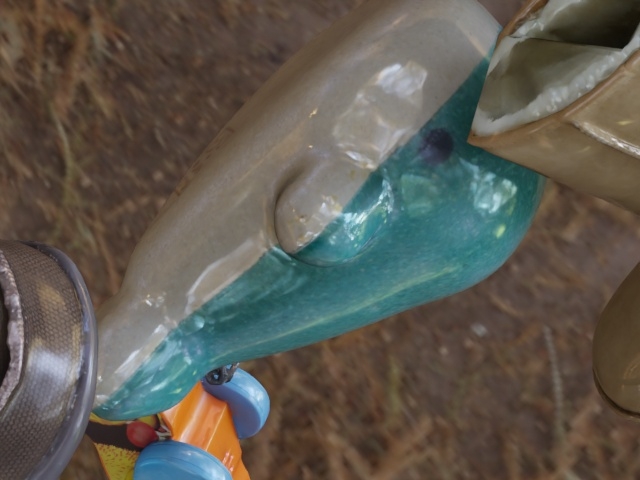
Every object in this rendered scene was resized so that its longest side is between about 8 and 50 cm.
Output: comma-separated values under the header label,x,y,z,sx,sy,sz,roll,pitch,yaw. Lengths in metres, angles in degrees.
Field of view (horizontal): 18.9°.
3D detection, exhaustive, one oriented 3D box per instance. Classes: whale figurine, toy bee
label,x,y,z,sx,sy,sz,roll,pitch,yaw
whale figurine,0.000,0.000,0.943,0.272,0.216,0.141,-45,101,-3
toy bee,-0.119,0.114,1.346,0.162,0.195,0.298,16,120,12

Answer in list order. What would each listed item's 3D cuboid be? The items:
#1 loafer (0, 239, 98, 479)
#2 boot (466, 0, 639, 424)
label,x,y,z,sx,sy,sz,roll,pitch,yaw
loafer,-0.258,0.087,0.701,0.366,0.134,0.130,-22,151,2
boot,0.156,-0.022,0.911,0.236,0.089,0.269,-46,140,21
